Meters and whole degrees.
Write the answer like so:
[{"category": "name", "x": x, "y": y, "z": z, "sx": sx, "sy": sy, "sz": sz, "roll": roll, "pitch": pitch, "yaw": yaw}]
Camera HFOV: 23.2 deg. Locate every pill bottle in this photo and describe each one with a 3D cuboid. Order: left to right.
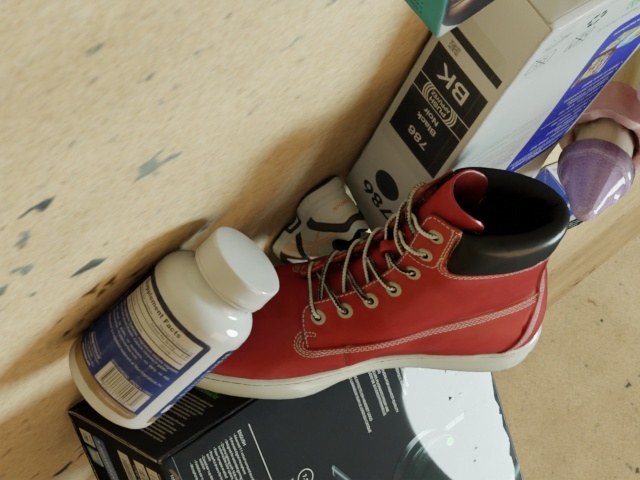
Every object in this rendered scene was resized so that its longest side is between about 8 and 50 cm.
[{"category": "pill bottle", "x": -0.082, "y": 0.048, "z": 0.886, "sx": 0.120, "sy": 0.067, "sz": 0.067, "roll": -42, "pitch": 169, "yaw": 21}]

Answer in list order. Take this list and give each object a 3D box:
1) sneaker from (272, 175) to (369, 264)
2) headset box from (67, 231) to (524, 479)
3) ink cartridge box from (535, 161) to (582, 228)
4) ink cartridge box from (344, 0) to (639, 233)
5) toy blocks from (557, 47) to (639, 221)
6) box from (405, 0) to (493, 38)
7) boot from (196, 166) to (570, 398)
[{"category": "sneaker", "x": 0.000, "y": 0.000, "z": 1.018, "sx": 0.040, "sy": 0.044, "sz": 0.109, "roll": -35, "pitch": 170, "yaw": -23}, {"category": "headset box", "x": 0.004, "y": 0.160, "z": 1.115, "sx": 0.283, "sy": 0.246, "sz": 0.131, "roll": -33, "pitch": -152, "yaw": -26}, {"category": "ink cartridge box", "x": 0.256, "y": -0.046, "z": 1.644, "sx": 0.097, "sy": 0.046, "sz": 0.207, "roll": -45, "pitch": 167, "yaw": 28}, {"category": "ink cartridge box", "x": 0.116, "y": -0.094, "z": 0.949, "sx": 0.165, "sy": 0.065, "sz": 0.333, "roll": -32, "pitch": 166, "yaw": -28}, {"category": "toy blocks", "x": 0.336, "y": -0.066, "z": 1.012, "sx": 0.309, "sy": 0.288, "sz": 0.260, "roll": -49, "pitch": -166, "yaw": 49}, {"category": "box", "x": 0.070, "y": -0.161, "z": 0.529, "sx": 0.100, "sy": 0.060, "sz": 0.244, "roll": -36, "pitch": 169, "yaw": -9}, {"category": "boot", "x": 0.019, "y": 0.017, "z": 0.921, "sx": 0.244, "sy": 0.088, "sz": 0.176, "roll": -5, "pitch": 150, "yaw": -4}]
